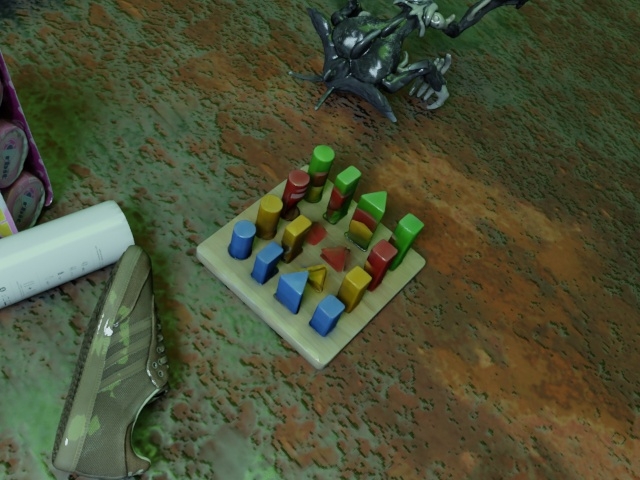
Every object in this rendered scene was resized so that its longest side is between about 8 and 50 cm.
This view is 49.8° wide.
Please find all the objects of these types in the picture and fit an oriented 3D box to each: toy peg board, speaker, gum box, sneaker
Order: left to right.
[{"bbox_3d":[-0.294,-0.079,0.549,0.107,0.188,0.062,14,54,4],"label":"gum box"},{"bbox_3d":[-0.228,0.013,0.580,0.136,0.055,0.055,-25,66,-27],"label":"speaker"},{"bbox_3d":[-0.153,0.095,0.550,0.071,0.066,0.188,22,56,-21],"label":"sneaker"},{"bbox_3d":[0.000,0.000,0.633,0.161,0.079,0.161,40,56,14],"label":"toy peg board"}]

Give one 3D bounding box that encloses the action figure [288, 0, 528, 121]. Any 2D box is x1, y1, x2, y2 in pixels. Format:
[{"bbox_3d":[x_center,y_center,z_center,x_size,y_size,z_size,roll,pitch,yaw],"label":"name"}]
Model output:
[{"bbox_3d":[0.096,-0.227,0.784,0.276,0.141,0.164,-35,77,-3],"label":"action figure"}]
